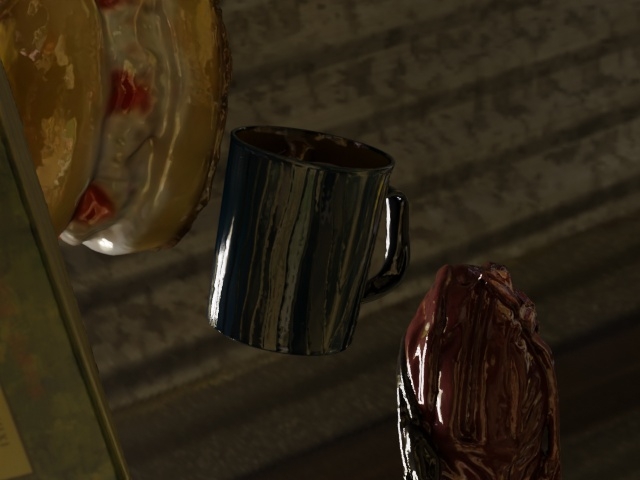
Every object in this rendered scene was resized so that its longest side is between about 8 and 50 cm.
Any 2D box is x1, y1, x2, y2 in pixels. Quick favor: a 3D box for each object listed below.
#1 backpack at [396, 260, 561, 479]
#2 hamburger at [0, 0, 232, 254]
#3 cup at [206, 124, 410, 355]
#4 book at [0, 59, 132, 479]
[{"bbox_3d":[0.136,0.123,1.212,0.139,0.229,0.229,-1,-82,7],"label":"backpack"},{"bbox_3d":[-0.216,-0.126,1.104,0.186,0.302,0.261,2,-61,-30],"label":"hamburger"},{"bbox_3d":[-0.001,0.003,0.983,0.150,0.113,0.138,9,-75,-9],"label":"cup"},{"bbox_3d":[-0.185,0.033,0.421,0.228,0.024,0.160,-14,-75,8],"label":"book"}]
